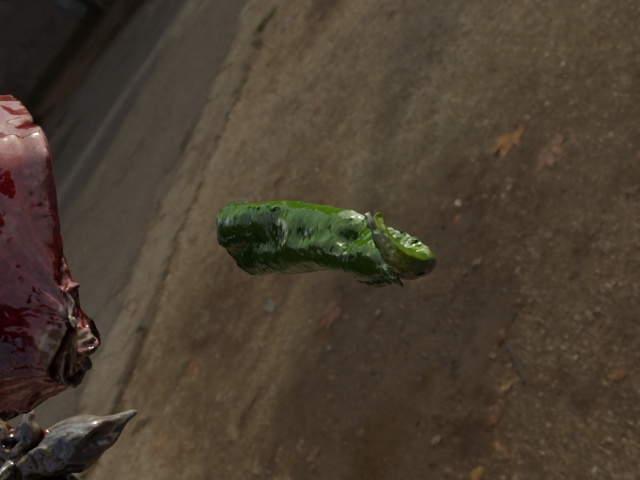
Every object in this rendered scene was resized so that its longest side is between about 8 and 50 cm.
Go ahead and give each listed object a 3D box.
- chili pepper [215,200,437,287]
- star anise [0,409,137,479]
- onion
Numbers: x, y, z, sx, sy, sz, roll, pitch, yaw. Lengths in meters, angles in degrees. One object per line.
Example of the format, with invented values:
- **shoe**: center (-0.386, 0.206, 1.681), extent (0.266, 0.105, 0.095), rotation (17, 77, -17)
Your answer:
- **chili pepper**: center (0.000, 0.000, 0.826), extent (0.076, 0.085, 0.359), rotation (-34, 15, -22)
- **star anise**: center (-0.259, 0.173, 0.732), extent (0.148, 0.218, 0.227), rotation (-39, -3, 13)
- **onion**: center (-0.251, 0.018, 0.649), extent (0.283, 0.120, 0.227), rotation (26, 107, 43)
